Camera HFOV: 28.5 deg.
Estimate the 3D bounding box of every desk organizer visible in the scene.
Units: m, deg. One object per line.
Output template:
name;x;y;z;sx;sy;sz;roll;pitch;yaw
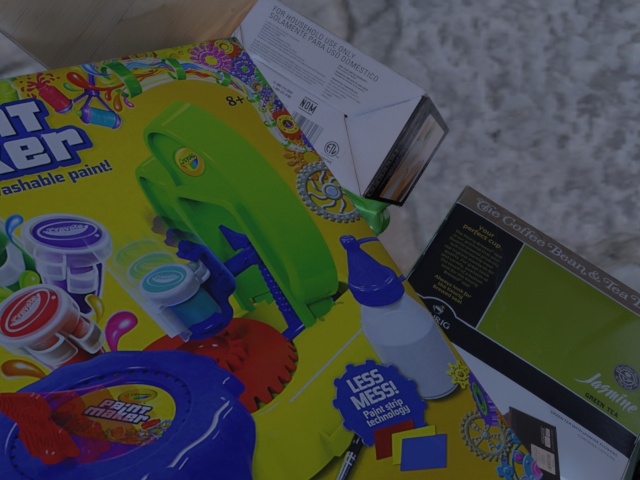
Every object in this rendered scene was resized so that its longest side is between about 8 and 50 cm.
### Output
desk organizer;0.140;0.192;0.902;0.050;0.047;0.130;-40;35;40

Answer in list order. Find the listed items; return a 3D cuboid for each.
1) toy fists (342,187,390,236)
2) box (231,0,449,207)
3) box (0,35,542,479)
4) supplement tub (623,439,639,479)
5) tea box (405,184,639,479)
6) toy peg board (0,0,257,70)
toy fists;0.000;0.000;1.291;0.142;0.096;0.279;16;99;19
box;0.004;-0.107;0.994;0.169;0.290;0.087;32;94;8
box;-0.114;0.084;0.580;0.279;0.289;0.177;55;141;22
supplement tub;0.435;0.416;1.515;0.207;0.338;0.207;16;142;13
tea box;0.219;0.169;1.552;0.329;0.323;0.220;33;140;5
toy peg board;-0.118;-0.168;0.704;0.161;0.160;0.079;-53;21;-5
